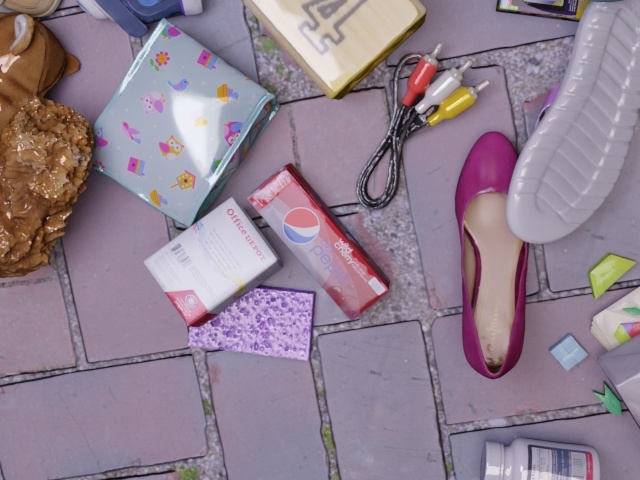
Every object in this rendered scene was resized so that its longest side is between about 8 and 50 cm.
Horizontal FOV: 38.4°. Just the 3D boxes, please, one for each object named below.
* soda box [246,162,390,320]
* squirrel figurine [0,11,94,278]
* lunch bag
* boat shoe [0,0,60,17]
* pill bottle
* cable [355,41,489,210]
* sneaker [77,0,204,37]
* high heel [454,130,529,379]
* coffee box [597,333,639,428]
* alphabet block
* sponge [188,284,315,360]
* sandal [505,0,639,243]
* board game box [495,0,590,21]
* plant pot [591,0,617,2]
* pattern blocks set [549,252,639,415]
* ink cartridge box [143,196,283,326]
[{"bbox_3d":[0.000,0.000,1.495,0.083,0.092,0.263,-39,93,10],"label":"soda box"},{"bbox_3d":[-0.495,-0.160,1.432,0.397,0.281,0.370,32,82,19],"label":"squirrel figurine"},{"bbox_3d":[-0.224,-0.177,1.459,0.223,0.160,0.262,34,94,-1],"label":"lunch bag"},{"bbox_3d":[-0.554,-0.453,1.481,0.285,0.089,0.104,30,99,0],"label":"boat shoe"},{"bbox_3d":[0.358,0.381,1.510,0.180,0.108,0.108,6,99,5],"label":"pill bottle"},{"bbox_3d":[0.130,-0.186,1.468,0.139,0.072,0.287,40,100,4],"label":"cable"},{"bbox_3d":[-0.305,-0.441,1.360,0.236,0.323,0.130,-3,64,-1],"label":"sneaker"},{"bbox_3d":[0.277,0.021,1.428,0.127,0.181,0.377,-4,98,6],"label":"high heel"},{"bbox_3d":[0.593,0.282,1.451,0.168,0.119,0.297,-31,101,9],"label":"coffee box"},{"bbox_3d":[0.027,-0.348,1.396,0.193,0.192,0.197,-42,93,11],"label":"alphabet block"},{"bbox_3d":[-0.116,0.133,1.555,0.210,0.031,0.117,6,98,5],"label":"sponge"},{"bbox_3d":[0.403,-0.188,1.432,0.169,0.102,0.416,23,94,-20],"label":"sandal"},{"bbox_3d":[0.356,-0.433,1.425,0.141,0.048,0.170,9,98,2],"label":"board game box"},{"bbox_3d":[0.403,-0.451,1.279,0.290,0.290,0.195,5,135,4],"label":"plant pot"},{"bbox_3d":[0.553,0.138,1.499,0.285,0.026,0.325,39,100,-1],"label":"pattern blocks set"},{"bbox_3d":[-0.166,0.037,1.476,0.176,0.127,0.128,-35,83,-1],"label":"ink cartridge box"}]
